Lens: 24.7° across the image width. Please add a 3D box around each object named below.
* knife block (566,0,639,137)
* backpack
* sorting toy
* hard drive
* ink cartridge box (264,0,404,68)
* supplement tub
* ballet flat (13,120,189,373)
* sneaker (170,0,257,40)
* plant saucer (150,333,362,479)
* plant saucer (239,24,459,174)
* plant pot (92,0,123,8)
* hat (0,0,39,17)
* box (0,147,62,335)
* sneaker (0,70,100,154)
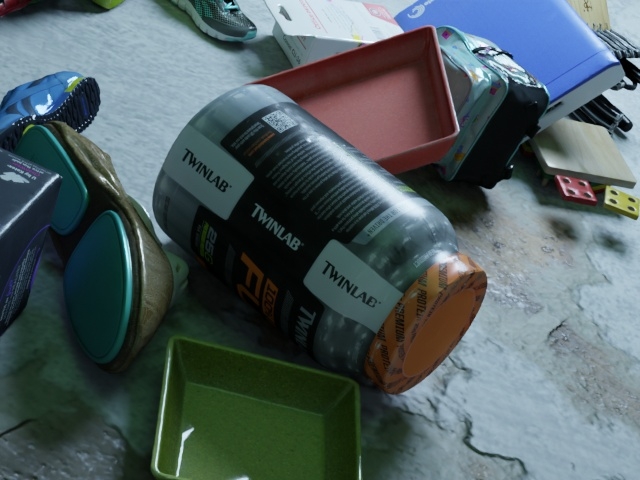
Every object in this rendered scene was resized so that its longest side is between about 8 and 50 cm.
[{"bbox_3d":[0.355,-0.250,2.138,0.088,0.242,0.276,-5,-3,-36],"label":"knife block"},{"bbox_3d":[0.171,-0.176,1.834,0.144,0.166,0.188,12,31,-29],"label":"backpack"},{"bbox_3d":[0.333,-0.102,1.929,0.132,0.046,0.274,9,35,-19],"label":"sorting toy"},{"bbox_3d":[0.247,-0.265,1.997,0.040,0.210,0.318,53,6,-45],"label":"hard drive"},{"bbox_3d":[0.013,-0.272,1.971,0.198,0.067,0.115,3,37,-29],"label":"ink cartridge box"},{"bbox_3d":[0.000,0.000,1.463,0.316,0.193,0.193,38,37,24],"label":"supplement tub"},{"bbox_3d":[-0.202,0.007,1.439,0.124,0.116,0.342,20,24,-41],"label":"ballet flat"},{"bbox_3d":[-0.144,-0.327,1.951,0.166,0.076,0.065,40,38,25],"label":"sneaker"},{"bbox_3d":[-0.059,0.179,1.310,0.188,0.045,0.188,15,34,-10],"label":"plant saucer"},{"bbox_3d":[0.029,-0.136,1.704,0.258,0.048,0.259,-17,34,9],"label":"plant saucer"},{"bbox_3d":[-0.277,-0.476,1.929,0.227,0.228,0.207,35,42,18],"label":"plant pot"},{"bbox_3d":[-0.405,-0.292,1.807,0.173,0.183,0.208,25,-6,25],"label":"hat"},{"bbox_3d":[-0.352,0.037,1.236,0.143,0.165,0.270,24,33,3],"label":"box"},{"bbox_3d":[-0.323,-0.124,1.584,0.082,0.069,0.209,9,32,21],"label":"sneaker"}]
